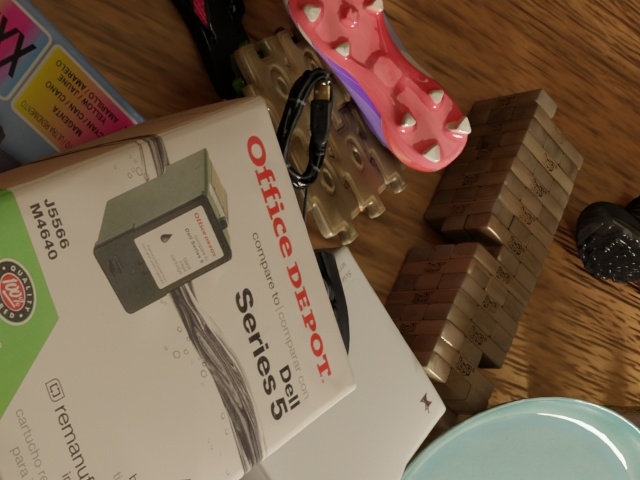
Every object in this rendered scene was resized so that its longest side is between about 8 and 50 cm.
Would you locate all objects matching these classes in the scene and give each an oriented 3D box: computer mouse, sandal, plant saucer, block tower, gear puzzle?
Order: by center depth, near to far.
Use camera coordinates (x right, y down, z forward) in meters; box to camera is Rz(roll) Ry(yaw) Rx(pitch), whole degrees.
[{"bbox_3d":[0.000,0.000,0.865,0.071,0.041,0.242,-17,111,-50],"label":"computer mouse"},{"bbox_3d":[-0.018,-0.080,0.973,0.175,0.044,0.339,64,24,-8],"label":"gear puzzle"},{"bbox_3d":[-0.087,-0.198,1.004,0.067,0.040,0.179,-39,111,-37],"label":"sandal"},{"bbox_3d":[0.180,0.286,1.117,0.317,0.044,0.317,-5,105,-17],"label":"plant saucer"},{"bbox_3d":[0.149,0.015,1.165,0.097,0.091,0.335,42,60,-32],"label":"block tower"}]

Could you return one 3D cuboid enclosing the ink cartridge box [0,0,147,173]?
[{"bbox_3d":[-0.256,0.063,0.756,0.270,0.151,0.395,46,59,-29],"label":"ink cartridge box"}]

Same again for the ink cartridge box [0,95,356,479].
[{"bbox_3d":[-0.118,0.050,0.673,0.273,0.115,0.198,-31,106,-51],"label":"ink cartridge box"}]

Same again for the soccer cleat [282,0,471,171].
[{"bbox_3d":[0.032,-0.160,1.018,0.083,0.095,0.248,-41,101,-15],"label":"soccer cleat"}]

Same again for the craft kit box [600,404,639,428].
[{"bbox_3d":[0.332,0.287,1.195,0.061,0.250,0.246,-4,88,-41],"label":"craft kit box"}]

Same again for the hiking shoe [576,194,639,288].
[{"bbox_3d":[0.355,-0.010,1.373,0.227,0.086,0.114,28,54,-43],"label":"hiking shoe"}]

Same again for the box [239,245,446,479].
[{"bbox_3d":[-0.022,0.129,0.977,0.181,0.119,0.182,-48,116,-35],"label":"box"}]
